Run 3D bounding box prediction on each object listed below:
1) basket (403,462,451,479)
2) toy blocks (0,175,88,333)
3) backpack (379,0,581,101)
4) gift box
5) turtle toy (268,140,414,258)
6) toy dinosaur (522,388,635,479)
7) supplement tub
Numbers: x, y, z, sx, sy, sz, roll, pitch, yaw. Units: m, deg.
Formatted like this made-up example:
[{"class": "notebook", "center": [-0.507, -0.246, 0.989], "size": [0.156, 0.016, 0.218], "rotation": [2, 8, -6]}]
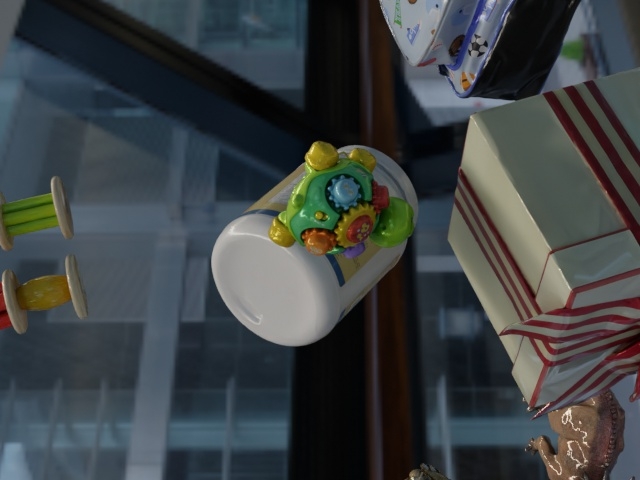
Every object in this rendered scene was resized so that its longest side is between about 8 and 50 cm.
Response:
[{"class": "basket", "center": [0.137, 0.374, 1.032], "size": [0.213, 0.299, 0.223], "rotation": [-63, 1, -37]}, {"class": "toy blocks", "center": [-0.268, 0.020, 0.961], "size": [0.054, 0.148, 0.123], "rotation": [92, 165, -70]}, {"class": "backpack", "center": [0.182, -0.317, 1.405], "size": [0.263, 0.213, 0.277], "rotation": [-107, 34, -46]}, {"class": "gift box", "center": [0.267, 0.018, 1.217], "size": [0.255, 0.276, 0.258], "rotation": [84, 163, -56]}, {"class": "turtle toy", "center": [0.024, -0.024, 0.996], "size": [0.066, 0.130, 0.095], "rotation": [42, 114, 36]}, {"class": "toy dinosaur", "center": [0.363, 0.277, 1.619], "size": [0.200, 0.127, 0.296], "rotation": [-136, 43, -76]}, {"class": "supplement tub", "center": [0.000, 0.000, 1.236], "size": [0.199, 0.144, 0.144], "rotation": [-42, -38, -45]}]
